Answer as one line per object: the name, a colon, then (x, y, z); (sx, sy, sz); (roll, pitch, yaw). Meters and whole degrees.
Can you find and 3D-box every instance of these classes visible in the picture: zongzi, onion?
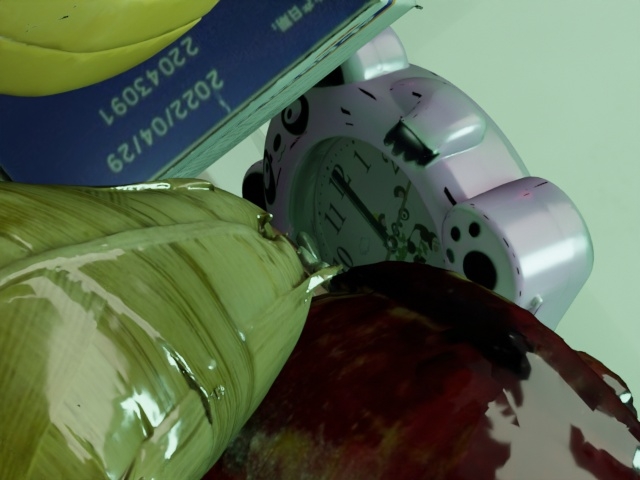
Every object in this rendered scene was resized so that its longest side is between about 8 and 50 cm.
zongzi: (-0.109, 0.008, 0.589); (0.197, 0.099, 0.194); (43, 30, 3)
onion: (0.055, 0.117, 0.810); (0.246, 0.190, 0.246); (47, -9, 10)

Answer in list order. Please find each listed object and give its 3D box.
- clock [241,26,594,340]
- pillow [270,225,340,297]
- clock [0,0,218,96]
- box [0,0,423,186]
clock: (0.051, -0.006, 1.227); (0.090, 0.227, 0.248); (-19, 59, -36)
pillow: (-0.004, 0.057, 1.102); (0.179, 0.075, 0.171); (52, 9, -1)
clock: (-0.157, -0.156, 0.525); (0.317, 0.200, 0.244); (-20, 74, -49)
box: (-0.062, -0.109, 1.038); (0.106, 0.200, 0.299); (52, 9, -1)
